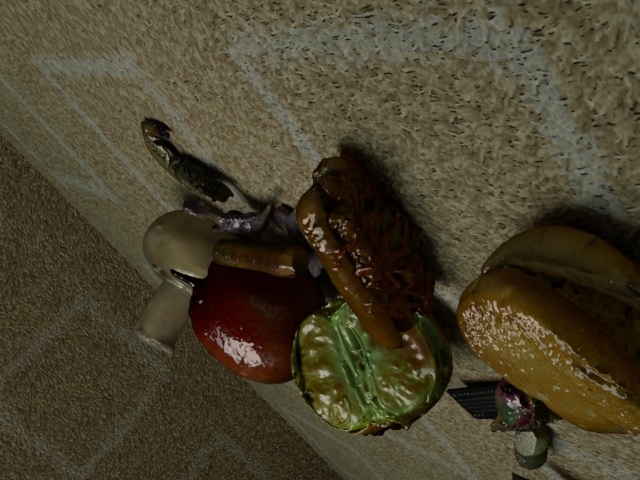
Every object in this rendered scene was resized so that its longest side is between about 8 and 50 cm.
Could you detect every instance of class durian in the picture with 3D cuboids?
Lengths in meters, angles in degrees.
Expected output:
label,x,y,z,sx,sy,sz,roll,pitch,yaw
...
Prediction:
label,x,y,z,sx,sy,sz,roll,pitch,yaw
durian,0.362,0.260,1.445,0.187,0.119,0.108,126,132,-69

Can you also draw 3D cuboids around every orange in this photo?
label,x,y,z,sx,sy,sz,roll,pitch,yaw
orange,0.104,0.212,1.602,0.262,0.196,0.334,53,136,2

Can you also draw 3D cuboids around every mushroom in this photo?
label,x,y,z,sx,sy,sz,roll,pitch,yaw
mushroom,-0.320,0.105,2.056,0.314,0.336,0.314,28,162,10

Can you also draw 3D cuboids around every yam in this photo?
label,x,y,z,sx,sy,sz,roll,pitch,yaw
yam,0.416,0.407,1.689,0.069,0.070,0.146,31,162,27

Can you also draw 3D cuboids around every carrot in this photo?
label,x,y,z,sx,sy,sz,roll,pitch,yaw
carrot,-0.124,0.032,1.693,0.260,0.070,0.070,7,143,46

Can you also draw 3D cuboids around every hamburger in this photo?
label,x,y,z,sx,sy,sz,roll,pitch,yaw
hamburger,0.314,0.117,1.031,0.290,0.170,0.314,44,164,0

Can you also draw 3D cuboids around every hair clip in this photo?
label,x,y,z,sx,sy,sz,roll,pitch,yaw
hair clip,-0.005,0.006,1.621,0.187,0.056,0.146,48,155,-13

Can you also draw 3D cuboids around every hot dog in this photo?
label,x,y,z,sx,sy,sz,roll,pitch,yaw
hot dog,0.086,0.021,1.317,0.117,0.158,0.349,1,137,37

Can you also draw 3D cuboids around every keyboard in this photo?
label,x,y,z,sx,sy,sz,roll,pitch,yaw
keyboard,0.327,0.319,1.705,0.103,0.041,0.381,43,162,-7

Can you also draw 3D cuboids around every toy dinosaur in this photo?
label,x,y,z,sx,sy,sz,roll,pitch,yaw
toy dinosaur,-0.147,-0.032,1.728,0.251,0.072,0.200,18,168,39

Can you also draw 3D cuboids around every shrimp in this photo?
label,x,y,z,sx,sy,sz,roll,pitch,yaw
shrimp,-0.291,-0.169,1.799,0.296,0.058,0.169,29,157,43

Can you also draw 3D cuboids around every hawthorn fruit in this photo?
label,x,y,z,sx,sy,sz,roll,pitch,yaw
hawthorn fruit,-0.159,0.146,1.844,0.369,0.285,0.285,31,163,-6

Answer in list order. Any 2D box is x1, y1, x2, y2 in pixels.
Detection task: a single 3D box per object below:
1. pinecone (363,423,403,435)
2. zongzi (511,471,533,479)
label,x,y,z,sx,sy,sz,roll,pitch,yaw
pinecone,0.111,0.310,1.829,0.257,0.243,0.243,27,158,25
zongzi,0.575,0.586,1.645,0.393,0.174,0.356,45,159,5
